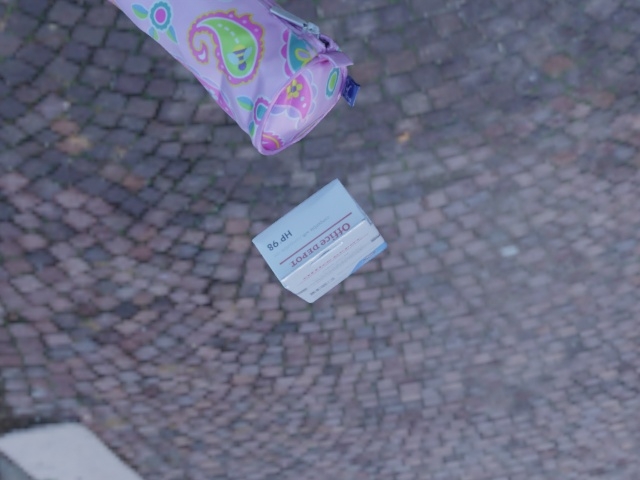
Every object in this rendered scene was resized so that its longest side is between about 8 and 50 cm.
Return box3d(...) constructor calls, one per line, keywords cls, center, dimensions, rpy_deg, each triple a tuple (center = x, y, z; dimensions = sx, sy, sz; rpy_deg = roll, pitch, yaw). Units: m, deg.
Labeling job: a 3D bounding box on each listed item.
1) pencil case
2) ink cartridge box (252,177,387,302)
box3d(cls="pencil case", center=(-0.098, -0.205, 1.159), dimensions=(0.124, 0.284, 0.124), rpy_deg=(-40, 160, -18))
box3d(cls="ink cartridge box", center=(0.000, 0.000, 1.255), dimensions=(0.104, 0.060, 0.180), rpy_deg=(-36, 168, 1))
